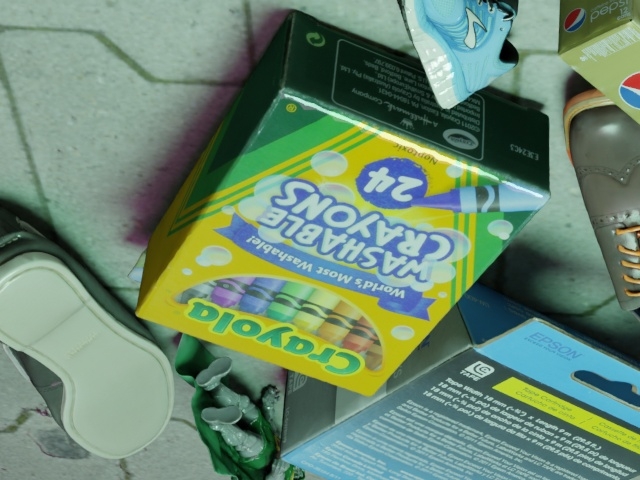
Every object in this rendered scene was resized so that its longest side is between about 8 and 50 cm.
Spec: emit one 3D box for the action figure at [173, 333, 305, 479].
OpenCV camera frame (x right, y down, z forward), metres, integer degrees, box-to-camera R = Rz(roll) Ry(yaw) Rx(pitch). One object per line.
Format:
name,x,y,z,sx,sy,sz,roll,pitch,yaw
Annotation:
action figure,-0.061,0.182,1.558,0.063,0.137,0.232,-16,151,9

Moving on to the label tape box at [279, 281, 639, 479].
label tape box,0.158,0.128,1.429,0.241,0.106,0.334,26,141,-26

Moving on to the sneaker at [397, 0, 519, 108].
sneaker,0.086,-0.154,1.075,0.073,0.063,0.162,-20,146,7

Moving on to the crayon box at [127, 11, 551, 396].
crayon box,0.000,0.000,1.244,0.203,0.083,0.323,20,138,-16

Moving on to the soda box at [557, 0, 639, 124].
soda box,0.230,-0.108,1.101,0.058,0.061,0.181,-23,137,37

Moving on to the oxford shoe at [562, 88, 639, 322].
oxford shoe,0.241,-0.009,1.214,0.097,0.098,0.271,-11,143,24

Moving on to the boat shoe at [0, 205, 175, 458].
boat shoe,-0.214,0.076,1.445,0.112,0.095,0.335,-34,146,-5
